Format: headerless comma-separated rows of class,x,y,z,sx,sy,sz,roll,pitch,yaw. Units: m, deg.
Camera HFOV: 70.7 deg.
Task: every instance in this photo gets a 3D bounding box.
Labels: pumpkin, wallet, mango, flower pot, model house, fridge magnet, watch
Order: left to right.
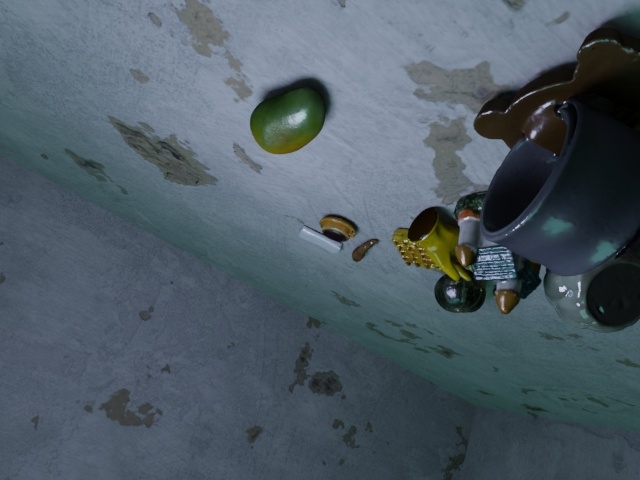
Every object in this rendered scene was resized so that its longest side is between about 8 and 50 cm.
mango,-0.078,-0.307,1.151,0.251,0.114,0.156,-19,124,42
wallet,0.000,0.000,1.848,0.190,0.033,0.095,26,159,-6
fridge magnet,0.061,-0.040,1.660,0.143,0.063,0.143,17,158,7
pumpkin,0.504,0.187,1.632,0.191,0.146,0.190,1,169,0
model house,0.465,0.055,1.203,0.190,0.300,0.271,-9,142,41
watch,0.431,-0.122,0.778,0.314,0.326,0.335,24,157,-3
flower pot,0.705,0.111,1.160,0.246,0.246,0.195,26,-171,-5

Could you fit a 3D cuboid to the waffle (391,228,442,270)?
waffle,0.382,0.044,1.546,0.219,0.057,0.229,6,153,35

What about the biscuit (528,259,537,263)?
biscuit,0.567,-0.040,1.050,0.119,0.029,0.247,8,126,-14

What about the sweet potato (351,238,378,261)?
sweet potato,0.166,0.037,1.757,0.050,0.050,0.214,25,155,-5

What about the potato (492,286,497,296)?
potato,0.659,0.197,1.645,0.051,0.040,0.083,7,152,45

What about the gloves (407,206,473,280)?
gloves,0.416,0.026,1.387,0.294,0.116,0.133,33,122,-20
